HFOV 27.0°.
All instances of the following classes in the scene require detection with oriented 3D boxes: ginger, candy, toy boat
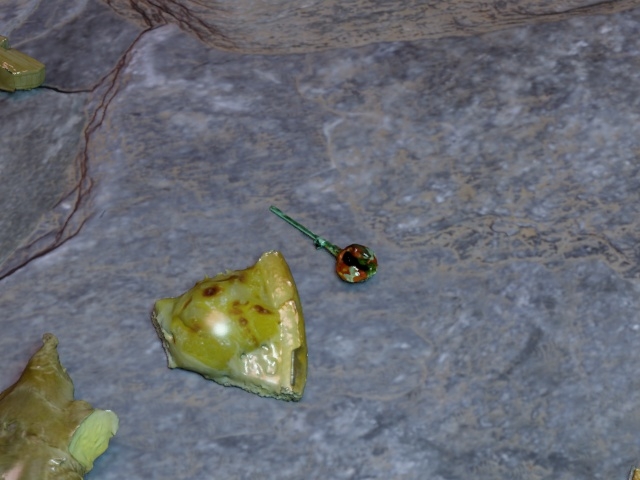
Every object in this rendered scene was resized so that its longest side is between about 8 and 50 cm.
[{"bbox_3d":[-0.344,0.236,1.560,0.218,0.123,0.270,-8,40,7],"label":"ginger"},{"bbox_3d":[0.000,0.000,1.771,0.184,0.049,0.055,33,55,28],"label":"candy"},{"bbox_3d":[-0.490,-0.272,1.924,0.206,0.064,0.072,24,45,14],"label":"toy boat"}]

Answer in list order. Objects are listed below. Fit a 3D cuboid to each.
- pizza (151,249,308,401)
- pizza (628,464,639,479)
[{"bbox_3d":[-0.102,0.116,1.663,0.188,0.081,0.204,-17,60,-12],"label":"pizza"},{"bbox_3d":[0.382,0.349,1.544,0.184,0.036,0.176,-20,57,-11],"label":"pizza"}]
